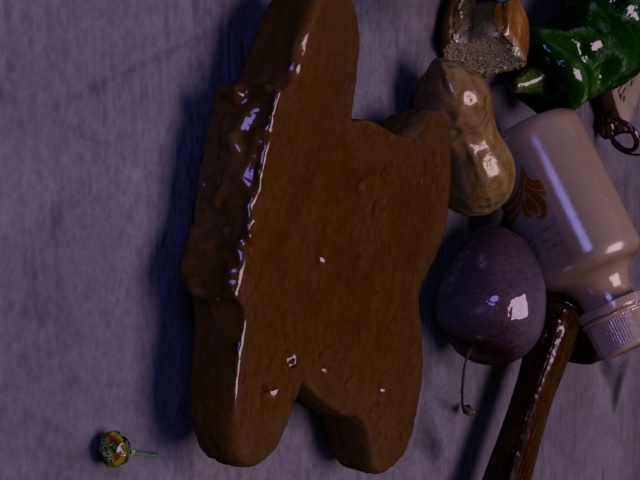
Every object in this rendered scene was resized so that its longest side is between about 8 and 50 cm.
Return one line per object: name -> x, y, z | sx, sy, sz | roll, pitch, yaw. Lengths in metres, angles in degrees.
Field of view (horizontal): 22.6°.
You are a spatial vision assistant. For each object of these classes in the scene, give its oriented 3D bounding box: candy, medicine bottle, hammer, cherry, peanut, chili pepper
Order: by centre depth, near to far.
candy -> -0.133, 0.147, 1.124 | 0.023, 0.025, 0.083 | -56, 161, 5
peanut -> 0.135, -0.093, 1.507 | 0.089, 0.089, 0.193 | -63, 142, -35
cherry -> 0.171, 0.068, 1.603 | 0.188, 0.115, 0.148 | 69, 3, -65
medicine bottle -> 0.261, -0.003, 1.623 | 0.114, 0.114, 0.252 | -4, 67, -62
hammer -> 0.234, 0.169, 1.720 | 0.242, 0.095, 0.408 | 60, 42, -49
chili pepper -> 0.288, -0.214, 1.731 | 0.270, 0.099, 0.136 | -37, 129, -40

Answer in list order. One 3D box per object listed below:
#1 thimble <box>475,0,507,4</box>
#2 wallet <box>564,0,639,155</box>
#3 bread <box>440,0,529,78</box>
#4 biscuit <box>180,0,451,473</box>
thimble -> 0.136, -0.317, 1.343 | 0.237, 0.150, 0.237 | 21, 90, -83
wallet -> 0.367, -0.298, 1.928 | 0.275, 0.068, 0.335 | -65, 145, -29
bread -> 0.158, -0.205, 1.551 | 0.083, 0.077, 0.070 | 45, 44, -55
biscuit -> 0.000, 0.000, 1.294 | 0.394, 0.076, 0.368 | 21, 76, -64
